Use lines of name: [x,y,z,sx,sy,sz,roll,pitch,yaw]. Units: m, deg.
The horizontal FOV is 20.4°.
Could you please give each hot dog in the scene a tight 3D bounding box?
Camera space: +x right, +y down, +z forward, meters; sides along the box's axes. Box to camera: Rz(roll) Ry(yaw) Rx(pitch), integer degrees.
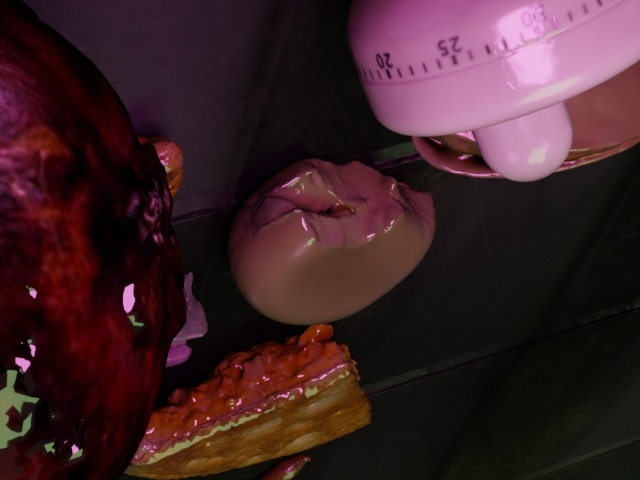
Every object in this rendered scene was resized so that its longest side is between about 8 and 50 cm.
hot dog: [-0.149,-0.039,1.377,0.140,0.060,0.090,-44,153,28]

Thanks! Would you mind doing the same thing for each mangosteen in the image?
mangosteen: [-0.286,0.007,1.026,0.381,0.421,0.381,22,90,-84]

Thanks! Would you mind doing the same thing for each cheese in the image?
cheese: [0.000,0.000,1.560,0.175,0.091,0.202,-37,153,16]

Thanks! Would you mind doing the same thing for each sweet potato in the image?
sweet potato: [-0.060,0.285,2.106,0.115,0.026,0.026,-32,154,14]

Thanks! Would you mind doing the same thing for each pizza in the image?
pizza: [-0.082,0.186,1.835,0.268,0.087,0.258,-25,159,-4]

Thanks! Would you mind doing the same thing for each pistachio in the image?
pistachio: [0.178,-0.116,1.465,0.226,0.136,0.136,-12,151,-17]

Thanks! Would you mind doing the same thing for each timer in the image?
timer: [0.140,-0.139,1.267,0.233,0.240,0.233,-20,-163,6]

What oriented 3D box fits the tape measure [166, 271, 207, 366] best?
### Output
tape measure: [-0.246,0.082,1.388,0.245,0.149,0.231,-8,169,-39]
